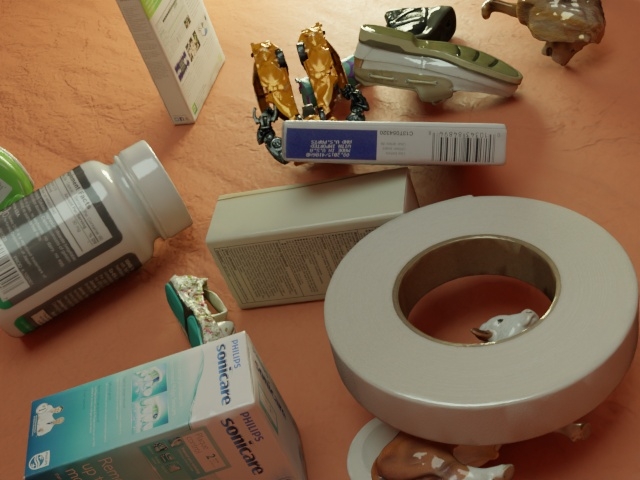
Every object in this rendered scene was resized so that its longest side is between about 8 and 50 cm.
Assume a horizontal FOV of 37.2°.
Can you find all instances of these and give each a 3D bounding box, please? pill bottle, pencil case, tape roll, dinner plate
[{"bbox_3d":[-0.414,-0.009,1.620,0.361,0.204,0.204,-31,41,-9],"label":"pill bottle"},{"bbox_3d":[0.028,-0.318,1.857,0.151,0.064,0.070,-27,47,-5],"label":"pencil case"},{"bbox_3d":[0.198,0.083,1.194,0.392,0.072,0.392,-9,38,7],"label":"tape roll"},{"bbox_3d":[0.100,0.272,1.224,0.141,0.017,0.141,-13,40,11],"label":"dinner plate"}]

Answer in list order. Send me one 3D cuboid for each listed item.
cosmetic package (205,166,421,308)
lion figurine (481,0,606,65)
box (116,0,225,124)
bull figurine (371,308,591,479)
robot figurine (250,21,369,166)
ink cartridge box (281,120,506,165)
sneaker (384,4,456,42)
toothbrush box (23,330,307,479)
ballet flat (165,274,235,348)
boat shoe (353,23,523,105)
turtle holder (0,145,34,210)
[{"bbox_3d":[0.000,0.000,1.455,0.309,0.160,0.113,-8,42,16],"label":"cosmetic package"},{"bbox_3d":[0.447,-0.484,1.791,0.240,0.142,0.392,11,46,24],"label":"lion figurine"},{"bbox_3d":[-0.299,-0.432,1.934,0.058,0.322,0.232,-1,44,19],"label":"box"},{"bbox_3d":[0.204,0.218,1.164,0.310,0.101,0.188,-42,40,-22],"label":"bull figurine"},{"bbox_3d":[-0.027,-0.261,1.754,0.211,0.085,0.291,-17,63,2],"label":"robot figurine"},{"bbox_3d":[0.100,-0.157,1.513,0.324,0.071,0.330,0,6,-2],"label":"ink cartridge box"},{"bbox_3d":[0.161,-0.385,1.856,0.130,0.087,0.227,10,48,35],"label":"sneaker"},{"bbox_3d":[-0.188,0.266,1.210,0.295,0.216,0.126,-19,41,4],"label":"toothbrush box"},{"bbox_3d":[-0.174,0.128,1.460,0.077,0.091,0.241,-11,40,-20],"label":"ballet flat"},{"bbox_3d":[0.207,-0.301,1.712,0.302,0.103,0.113,18,25,9],"label":"boat shoe"},{"bbox_3d":[-0.661,-0.037,1.775,0.243,0.320,0.227,10,14,-10],"label":"turtle holder"}]
